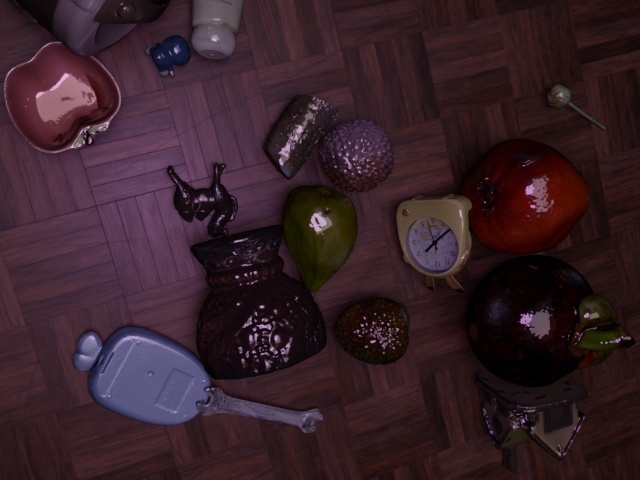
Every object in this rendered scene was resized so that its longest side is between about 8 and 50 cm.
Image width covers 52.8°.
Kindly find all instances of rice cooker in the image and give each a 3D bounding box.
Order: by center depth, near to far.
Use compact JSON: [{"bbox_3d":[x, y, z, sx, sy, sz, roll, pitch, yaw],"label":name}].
[{"bbox_3d":[-0.416,-0.516,1.142,0.325,0.335,0.335,42,84,-11],"label":"rice cooker"}]

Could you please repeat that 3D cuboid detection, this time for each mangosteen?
[{"bbox_3d":[0.500,0.196,1.444,0.306,0.360,0.305,-19,127,-28],"label":"mangosteen"}]

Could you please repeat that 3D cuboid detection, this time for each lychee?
[{"bbox_3d":[0.084,-0.183,1.394,0.197,0.165,0.165,-14,101,-48],"label":"lychee"},{"bbox_3d":[0.117,0.204,1.447,0.171,0.171,0.171,-2,96,-15],"label":"lychee"}]

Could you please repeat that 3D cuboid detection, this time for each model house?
[{"bbox_3d":[0.509,0.464,1.551,0.205,0.218,0.278,-9,102,-13],"label":"model house"}]

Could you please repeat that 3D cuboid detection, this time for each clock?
[{"bbox_3d":[0.266,0.013,1.469,0.069,0.170,0.231,-25,111,-51],"label":"clock"}]

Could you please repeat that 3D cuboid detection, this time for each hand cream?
[{"bbox_3d":[-0.207,-0.530,1.326,0.147,0.093,0.305,6,85,-15],"label":"hand cream"}]

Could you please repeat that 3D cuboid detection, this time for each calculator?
[{"bbox_3d":[-0.379,0.288,1.373,0.303,0.042,0.188,27,89,-19],"label":"calculator"}]

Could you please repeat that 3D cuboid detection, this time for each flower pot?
[{"bbox_3d":[-0.141,0.116,1.314,0.267,0.266,0.266,-16,94,-13],"label":"flower pot"}]

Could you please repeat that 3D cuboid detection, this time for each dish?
[{"bbox_3d":[-0.500,-0.270,1.262,0.214,0.090,0.213,-1,93,-14],"label":"dish"}]

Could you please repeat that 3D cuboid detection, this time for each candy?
[{"bbox_3d":[0.638,-0.324,1.593,0.203,0.061,0.061,25,89,-24],"label":"candy"}]

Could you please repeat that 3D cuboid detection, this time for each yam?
[{"bbox_3d":[-0.051,-0.228,1.384,0.107,0.107,0.183,33,87,-16],"label":"yam"}]

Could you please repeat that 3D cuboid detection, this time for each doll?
[{"bbox_3d":[-0.307,-0.381,1.325,0.083,0.050,0.076,-32,107,-12],"label":"doll"},{"bbox_3d":[-0.246,-0.084,1.369,0.139,0.057,0.165,-10,103,-17],"label":"doll"}]

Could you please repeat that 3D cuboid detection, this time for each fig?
[{"bbox_3d":[0.006,-0.009,1.383,0.167,0.167,0.233,-17,92,-13],"label":"fig"}]

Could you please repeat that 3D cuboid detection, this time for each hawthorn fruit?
[{"bbox_3d":[0.478,-0.099,1.468,0.307,0.265,0.265,-5,97,-35],"label":"hawthorn fruit"}]

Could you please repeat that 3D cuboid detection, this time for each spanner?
[{"bbox_3d":[-0.132,0.385,1.447,0.302,0.017,0.071,19,92,-23],"label":"spanner"}]
